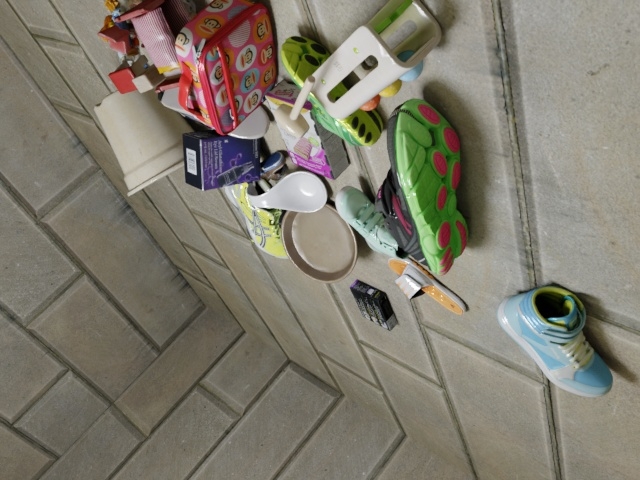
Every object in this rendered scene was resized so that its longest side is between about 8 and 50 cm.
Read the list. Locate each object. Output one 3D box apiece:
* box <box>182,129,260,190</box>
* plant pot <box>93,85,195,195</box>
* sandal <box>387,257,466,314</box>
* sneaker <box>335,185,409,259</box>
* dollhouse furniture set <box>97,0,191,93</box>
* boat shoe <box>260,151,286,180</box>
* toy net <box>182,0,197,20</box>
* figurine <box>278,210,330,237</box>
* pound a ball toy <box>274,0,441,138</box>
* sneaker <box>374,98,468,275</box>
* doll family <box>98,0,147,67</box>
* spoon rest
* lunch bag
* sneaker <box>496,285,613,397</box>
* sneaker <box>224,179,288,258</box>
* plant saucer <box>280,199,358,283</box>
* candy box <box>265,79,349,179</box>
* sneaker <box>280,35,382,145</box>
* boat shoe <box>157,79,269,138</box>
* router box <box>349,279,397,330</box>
[{"bbox_3d":[-0.287,-0.244,1.793,0.108,0.207,0.153,24,121,45],"label":"box"},{"bbox_3d":[-0.578,-0.362,2.047,0.305,0.334,0.334,61,155,-12],"label":"plant pot"},{"bbox_3d":[0.292,0.142,1.756,0.265,0.076,0.102,36,157,16],"label":"sandal"},{"bbox_3d":[0.153,-0.046,1.619,0.151,0.094,0.256,24,162,51],"label":"sneaker"},{"bbox_3d":[-0.462,-0.484,1.561,0.374,0.152,0.201,-1,129,39],"label":"dollhouse furniture set"},{"bbox_3d":[-0.139,-0.220,1.853,0.066,0.066,0.183,37,164,-19],"label":"boat shoe"},{"bbox_3d":[-0.306,-0.539,1.567,0.122,0.045,0.232,9,139,57],"label":"toy net"},{"bbox_3d":[-0.013,0.001,2.015,0.209,0.092,0.215,22,151,33],"label":"figurine"},{"bbox_3d":[0.065,-0.297,1.155,0.136,0.208,0.319,47,157,-10],"label":"pound a ball toy"},{"bbox_3d":[0.195,-0.098,1.336,0.202,0.185,0.483,23,150,31],"label":"sneaker"},{"bbox_3d":[-0.570,-0.603,1.756,0.263,0.118,0.163,-17,92,65],"label":"doll family"},{"bbox_3d":[-0.106,-0.138,1.812,0.276,0.084,0.137,-3,124,30],"label":"spoon rest"},{"bbox_3d":[-0.224,-0.392,1.403,0.120,0.258,0.293,35,157,19],"label":"lunch bag"},{"bbox_3d":[0.567,0.231,1.389,0.319,0.127,0.208,40,159,6],"label":"sneaker"},{"bbox_3d":[-0.182,-0.077,2.073,0.147,0.145,0.384,11,144,54],"label":"sneaker"},{"bbox_3d":[0.000,0.000,1.889,0.278,0.041,0.278,14,117,28],"label":"plant saucer"},{"bbox_3d":[-0.030,-0.275,1.541,0.159,0.071,0.233,27,153,36],"label":"candy box"},{"bbox_3d":[0.008,-0.315,1.353,0.295,0.109,0.123,48,154,-14],"label":"sneaker"},{"bbox_3d":[-0.284,-0.377,1.764,0.340,0.127,0.158,25,-174,11],"label":"boat shoe"},{"bbox_3d":[0.186,0.227,2.135,0.133,0.046,0.179,24,152,39],"label":"router box"}]
